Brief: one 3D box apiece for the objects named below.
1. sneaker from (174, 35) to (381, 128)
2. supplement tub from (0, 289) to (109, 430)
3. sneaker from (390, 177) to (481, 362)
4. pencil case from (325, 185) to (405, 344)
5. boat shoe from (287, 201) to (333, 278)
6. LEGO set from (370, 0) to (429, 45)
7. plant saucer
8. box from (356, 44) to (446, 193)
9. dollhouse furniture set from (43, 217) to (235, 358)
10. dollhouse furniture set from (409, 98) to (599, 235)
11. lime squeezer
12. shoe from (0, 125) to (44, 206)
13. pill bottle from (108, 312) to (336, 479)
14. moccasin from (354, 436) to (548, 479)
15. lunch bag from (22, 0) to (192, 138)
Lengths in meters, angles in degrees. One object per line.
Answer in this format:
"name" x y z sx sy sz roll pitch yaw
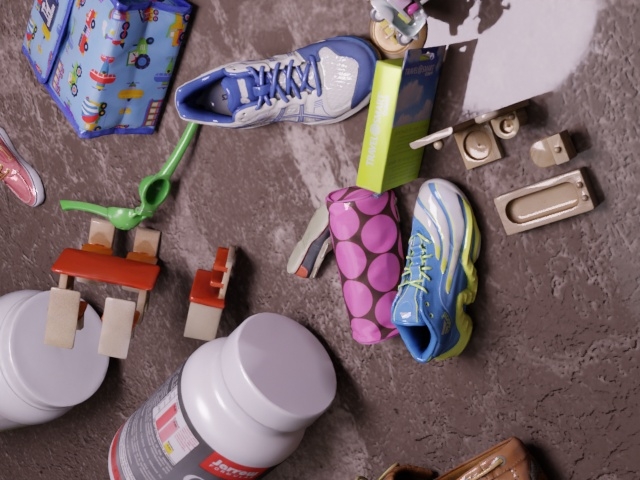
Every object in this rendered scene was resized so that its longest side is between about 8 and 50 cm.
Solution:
"sneaker" -0.061 -0.196 1.155 0.296 0.131 0.111 -9 97 33
"supplement tub" -0.556 0.218 1.541 0.325 0.235 0.235 -17 95 36
"sneaker" 0.144 0.047 1.096 0.091 0.126 0.240 1 105 33
"pencil case" 0.072 0.029 1.165 0.095 0.098 0.209 -159 57 -65
"boat shoe" 0.000 0.000 1.229 0.043 0.049 0.137 20 121 -20
"LEGO set" 0.081 -0.351 1.034 0.107 0.132 0.287 -32 57 16
"plant saucer" 0.095 -0.267 1.100 0.083 0.015 0.083 11 110 31
"box" 0.100 -0.155 1.073 0.042 0.109 0.178 22 115 28
"dollhouse furniture set" -0.269 0.054 1.312 0.259 0.262 0.135 11 113 -6
"dollhouse furniture set" 0.217 -0.078 1.011 0.144 0.123 0.151 -19 93 36
"lime squeezer" -0.281 -0.083 1.353 0.310 0.059 0.110 -30 53 25
"shoe" -0.571 -0.128 1.538 0.063 0.081 0.178 -42 80 35
"pill bottle" -0.151 0.275 1.309 0.210 0.210 0.363 51 125 10
"moccasin" 0.127 0.367 1.198 0.380 0.139 0.147 -29 87 36
"lunch bag" -0.355 -0.330 1.327 0.293 0.138 0.221 44 125 29
